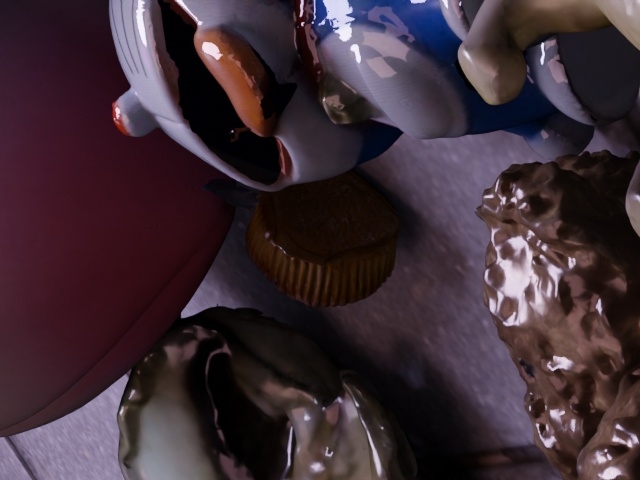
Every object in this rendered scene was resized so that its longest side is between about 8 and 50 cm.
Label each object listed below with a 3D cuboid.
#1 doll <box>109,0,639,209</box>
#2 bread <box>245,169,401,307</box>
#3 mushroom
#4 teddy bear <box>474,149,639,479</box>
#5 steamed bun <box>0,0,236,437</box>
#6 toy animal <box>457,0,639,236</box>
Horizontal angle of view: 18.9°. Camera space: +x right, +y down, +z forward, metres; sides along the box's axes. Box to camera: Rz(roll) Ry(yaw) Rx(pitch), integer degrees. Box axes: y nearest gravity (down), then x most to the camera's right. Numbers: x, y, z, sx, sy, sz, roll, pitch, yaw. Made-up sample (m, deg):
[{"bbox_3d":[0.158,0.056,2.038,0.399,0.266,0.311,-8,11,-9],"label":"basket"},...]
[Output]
[{"bbox_3d":[0.016,-0.093,0.864,0.257,0.161,0.215,6,151,50],"label":"doll"},{"bbox_3d":[0.000,0.000,1.057,0.085,0.085,0.053,40,142,23],"label":"bread"},{"bbox_3d":[0.023,0.179,1.185,0.344,0.130,0.247,39,132,22],"label":"mushroom"},{"bbox_3d":[0.174,0.105,0.772,0.222,0.246,0.296,-6,88,37],"label":"teddy bear"},{"bbox_3d":[-0.180,-0.025,1.101,0.309,0.309,0.309,36,146,29],"label":"steamed bun"},{"bbox_3d":[0.151,-0.078,0.664,0.233,0.168,0.121,33,157,33],"label":"toy animal"}]
